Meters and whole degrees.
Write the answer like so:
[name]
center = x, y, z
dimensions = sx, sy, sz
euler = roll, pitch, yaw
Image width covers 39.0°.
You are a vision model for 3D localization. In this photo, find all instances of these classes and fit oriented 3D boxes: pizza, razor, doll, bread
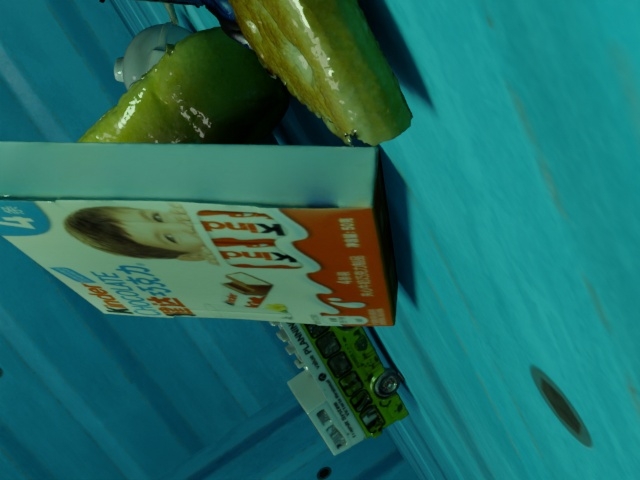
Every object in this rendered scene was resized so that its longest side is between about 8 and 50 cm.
[pizza]
center = -0.016, -0.114, 0.413
dimensions = 0.178, 0.041, 0.131
euler = 56, 172, 12
[razor]
center = -0.089, -0.182, 0.649
dimensions = 0.324, 0.093, 0.056
euler = -139, 52, -60
[doll]
center = -0.187, -0.181, 1.143
dimensions = 0.151, 0.151, 0.287
euler = 56, 168, 9
[bread]
center = -0.127, -0.071, 0.747
dimensions = 0.102, 0.245, 0.094
euler = -16, -107, -57

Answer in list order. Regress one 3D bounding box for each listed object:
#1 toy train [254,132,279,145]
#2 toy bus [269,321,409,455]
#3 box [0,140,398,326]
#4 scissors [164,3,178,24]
[toy train]
center = -0.109, -0.089, 0.900
dimensions = 0.091, 0.136, 0.228
euler = 60, 172, -33
[toy bus]
center = 0.006, 0.150, 1.250
dimensions = 0.302, 0.139, 0.113
euler = 62, 171, -30
[box]
center = -0.080, 0.005, 0.661
dimensions = 0.273, 0.265, 0.048
euler = 67, -154, -69
[scissors]
center = -0.168, -0.281, 0.922
dimensions = 0.110, 0.021, 0.212
euler = 52, 174, 16
